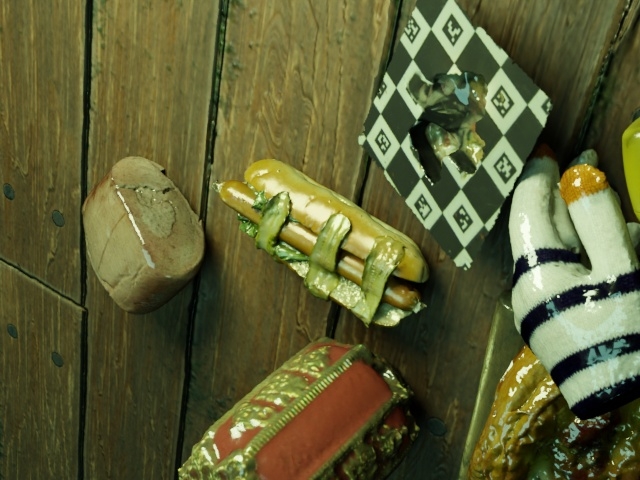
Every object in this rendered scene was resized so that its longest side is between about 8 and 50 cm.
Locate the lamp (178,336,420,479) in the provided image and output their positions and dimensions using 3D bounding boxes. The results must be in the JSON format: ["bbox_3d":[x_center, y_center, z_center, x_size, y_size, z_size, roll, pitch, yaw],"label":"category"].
[{"bbox_3d":[-0.020,0.221,0.953,0.177,0.274,0.177,25,133,30],"label":"lamp"}]

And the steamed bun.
[{"bbox_3d":[-0.216,-0.004,1.107,0.145,0.106,0.175,-43,70,46],"label":"steamed bun"}]

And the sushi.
[{"bbox_3d":[0.126,-0.105,0.828,0.193,0.040,0.210,55,145,28],"label":"sushi"}]

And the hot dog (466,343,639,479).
[{"bbox_3d":[0.226,0.185,0.854,0.160,0.099,0.227,13,117,1],"label":"hot dog"}]

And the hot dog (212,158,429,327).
[{"bbox_3d":[0.000,0.000,0.970,0.269,0.072,0.109,31,124,19],"label":"hot dog"}]

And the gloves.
[{"bbox_3d":[0.208,0.026,0.757,0.131,0.140,0.219,-32,67,19],"label":"gloves"}]

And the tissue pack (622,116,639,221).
[{"bbox_3d":[0.324,-0.051,0.673,0.178,0.123,0.127,-14,99,38],"label":"tissue pack"}]

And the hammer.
[{"bbox_3d":[0.166,0.247,0.982,0.168,0.044,0.440,23,123,27],"label":"hammer"}]
